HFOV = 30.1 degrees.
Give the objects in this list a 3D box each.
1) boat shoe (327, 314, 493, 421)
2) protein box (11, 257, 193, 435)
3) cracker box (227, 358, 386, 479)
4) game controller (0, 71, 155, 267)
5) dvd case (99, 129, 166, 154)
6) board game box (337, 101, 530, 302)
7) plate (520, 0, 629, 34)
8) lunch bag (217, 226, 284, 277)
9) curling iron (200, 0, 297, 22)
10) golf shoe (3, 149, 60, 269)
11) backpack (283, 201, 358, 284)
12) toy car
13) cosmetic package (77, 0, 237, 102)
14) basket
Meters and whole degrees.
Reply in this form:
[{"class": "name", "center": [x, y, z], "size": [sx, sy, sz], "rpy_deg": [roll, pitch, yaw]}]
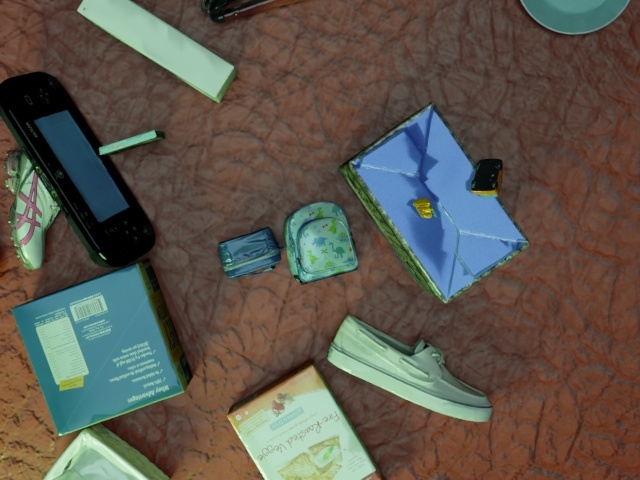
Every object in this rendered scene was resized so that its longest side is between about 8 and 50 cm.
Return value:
[{"class": "boat shoe", "center": [0.146, 0.193, 1.816], "size": [0.267, 0.096, 0.088], "rpy_deg": [23, 97, 7]}, {"class": "protein box", "center": [-0.323, 0.156, 1.785], "size": [0.200, 0.136, 0.201], "rpy_deg": [-20, 93, 0]}, {"class": "cracker box", "center": [-0.019, 0.323, 1.831], "size": [0.156, 0.067, 0.232], "rpy_deg": [-31, 93, 2]}, {"class": "game controller", "center": [-0.361, -0.105, 1.758], "size": [0.067, 0.166, 0.319], "rpy_deg": [-32, 93, 14]}, {"class": "dvd case", "center": [-0.280, -0.146, 1.777], "size": [0.087, 0.119, 0.013], "rpy_deg": [-18, 93, 1]}, {"class": "board game box", "center": [0.152, -0.054, 1.699], "size": [0.141, 0.291, 0.232], "rpy_deg": [-35, 92, 0]}, {"class": "plate", "center": [0.387, -0.408, 1.816], "size": [0.188, 0.024, 0.188], "rpy_deg": [0, 93, -1]}, {"class": "lunch bag", "center": [-0.103, 0.021, 1.814], "size": [0.098, 0.067, 0.065], "rpy_deg": [-17, 93, -1]}, {"class": "curling iron", "center": [-0.048, -0.381, 1.798], "size": [0.274, 0.068, 0.035], "rpy_deg": [-12, 56, -4]}, {"class": "golf shoe", "center": [-0.430, -0.048, 1.808], "size": [0.086, 0.067, 0.186], "rpy_deg": [-4, 93, -2]}, {"class": "backpack", "center": [0.000, 0.000, 1.803], "size": [0.105, 0.084, 0.114], "rpy_deg": [-14, 85, -13]}, {"class": "toy car", "center": [0.183, -0.066, 1.546], "size": [0.122, 0.060, 0.040], "rpy_deg": [-14, 137, 14]}, {"class": "cosmetic package", "center": [-0.240, -0.297, 1.781], "size": [0.239, 0.099, 0.060], "rpy_deg": [32, 93, -3]}, {"class": "basket", "center": [-0.321, 0.370, 1.813], "size": [0.167, 0.103, 0.113], "rpy_deg": [39, 92, -2]}]
